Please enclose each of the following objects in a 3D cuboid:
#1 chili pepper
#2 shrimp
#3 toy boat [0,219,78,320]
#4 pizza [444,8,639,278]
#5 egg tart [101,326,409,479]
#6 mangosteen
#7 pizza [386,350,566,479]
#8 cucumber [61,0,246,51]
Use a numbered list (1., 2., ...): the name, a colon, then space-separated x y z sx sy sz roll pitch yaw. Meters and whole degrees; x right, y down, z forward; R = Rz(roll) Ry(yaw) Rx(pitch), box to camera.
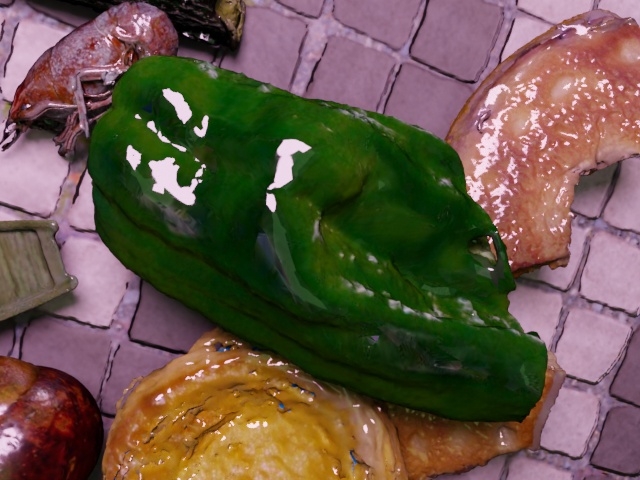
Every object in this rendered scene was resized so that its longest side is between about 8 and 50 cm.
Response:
1. chili pepper: 0.001 -0.003 0.457 0.385 0.167 0.213 24 98 2
2. shrimp: -0.198 -0.125 0.498 0.190 0.075 0.073 -34 109 7
3. toy boat: -0.352 0.044 0.504 0.293 0.055 0.093 -15 99 -8
4. pizza: 0.194 -0.073 0.562 0.161 0.085 0.305 35 93 5
5. egg tart: -0.062 0.218 0.538 0.291 0.107 0.290 1 82 -4
6. mangosteen: -0.266 0.156 0.474 0.156 0.146 0.181 -42 120 2
7. pizza: 0.115 0.155 0.587 0.188 0.080 0.204 15 105 12
8. cucumber: -0.181 -0.217 0.495 0.245 0.067 0.067 12 94 -12
